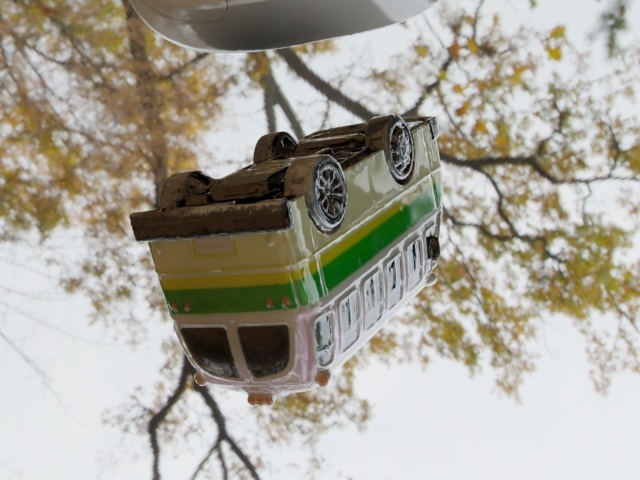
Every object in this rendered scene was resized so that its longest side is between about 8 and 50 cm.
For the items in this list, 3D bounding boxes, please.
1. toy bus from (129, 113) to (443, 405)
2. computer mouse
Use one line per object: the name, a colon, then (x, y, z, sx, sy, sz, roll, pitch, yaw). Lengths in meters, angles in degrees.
toy bus: (0.000, 0.000, 0.839, 0.143, 0.179, 0.305, -5, -164, 29)
computer mouse: (-0.028, -0.247, 0.846, 0.296, 0.184, 0.121, -17, 166, -15)
